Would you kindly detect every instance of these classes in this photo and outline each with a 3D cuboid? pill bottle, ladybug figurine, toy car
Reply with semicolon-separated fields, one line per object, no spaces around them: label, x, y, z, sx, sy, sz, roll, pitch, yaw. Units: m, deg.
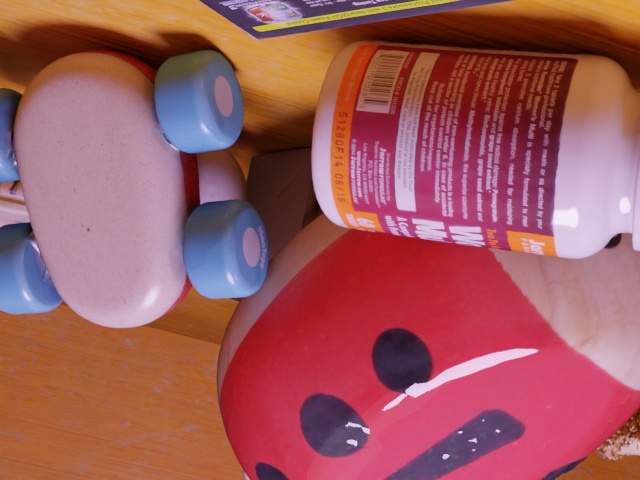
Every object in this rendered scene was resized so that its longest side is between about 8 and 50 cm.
pill bottle;0.116;-0.054;0.605;0.221;0.121;0.121;8;167;21
ladybug figurine;0.095;0.104;0.783;0.305;0.161;0.449;33;124;-24
toy car;-0.132;-0.054;0.836;0.219;0.210;0.238;-6;-171;21

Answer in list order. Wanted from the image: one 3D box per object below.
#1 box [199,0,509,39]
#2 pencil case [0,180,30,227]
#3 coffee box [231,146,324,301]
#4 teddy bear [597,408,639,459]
box;0.004;-0.163;0.385;0.270;0.060;0.216;2;164;43
pencil case;-0.344;-0.030;1.094;0.411;0.159;0.183;11;-178;11
coffee box;0.039;0.021;0.971;0.098;0.141;0.247;-3;161;45
teddy bear;0.248;0.109;1.069;0.245;0.113;0.338;-14;-145;-31
